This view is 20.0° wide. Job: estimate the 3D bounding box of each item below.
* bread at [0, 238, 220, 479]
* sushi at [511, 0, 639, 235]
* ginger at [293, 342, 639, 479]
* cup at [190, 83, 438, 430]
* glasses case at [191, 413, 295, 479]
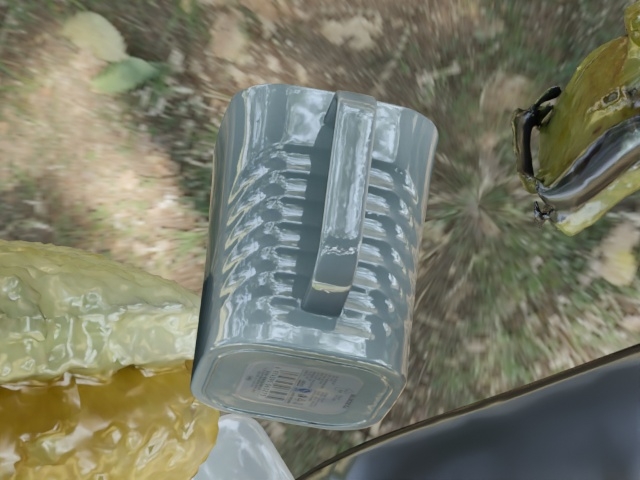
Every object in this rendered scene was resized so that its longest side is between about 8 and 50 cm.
[{"bbox_3d":[-0.260,0.078,0.959,0.236,0.375,0.165,9,99,45],"label":"bread"},{"bbox_3d":[0.267,-0.107,1.217,0.291,0.139,0.131,-29,127,23],"label":"sushi"},{"bbox_3d":[0.101,0.228,0.589,0.358,0.211,0.413,19,137,-25],"label":"ginger"},{"bbox_3d":[0.000,0.000,0.780,0.095,0.128,0.129,10,64,-9],"label":"cup"},{"bbox_3d":[-0.041,0.230,1.453,0.076,0.049,0.197,-31,75,-7],"label":"glasses case"}]
